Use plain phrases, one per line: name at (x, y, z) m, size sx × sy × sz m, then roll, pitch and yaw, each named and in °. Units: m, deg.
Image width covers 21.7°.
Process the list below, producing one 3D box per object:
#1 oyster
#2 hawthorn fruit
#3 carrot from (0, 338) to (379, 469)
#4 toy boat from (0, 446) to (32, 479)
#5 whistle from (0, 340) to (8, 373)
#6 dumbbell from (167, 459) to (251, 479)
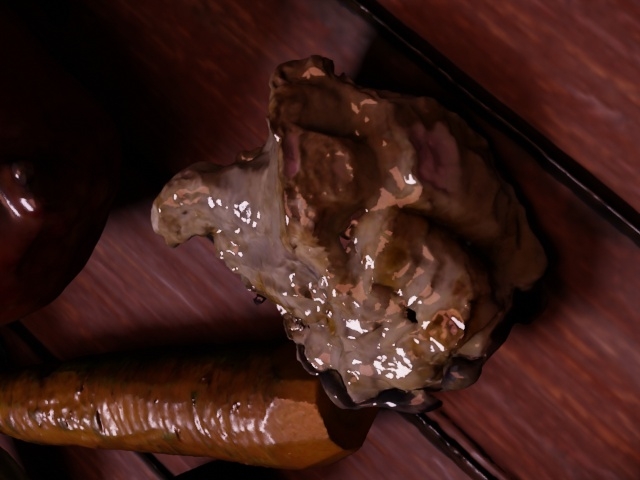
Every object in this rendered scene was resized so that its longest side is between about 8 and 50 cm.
oyster at (0.000, 0.000, 0.750) m, size 0.191 × 0.081 × 0.163 m, roll -7°, pitch 90°, yaw 37°
hawthorn fruit at (-0.202, -0.035, 0.839) m, size 0.248 × 0.208 × 0.208 m, roll 14°, pitch 118°, yaw 47°
carrot at (-0.093, 0.090, 0.899) m, size 0.314 × 0.066 × 0.066 m, roll -7°, pitch 103°, yaw 45°
toy boat at (-0.232, 0.127, 1.001) m, size 0.293 × 0.055 × 0.093 m, roll 51°, pitch 157°, yaw -16°
whistle at (-0.270, 0.081, 1.073) m, size 0.186 × 0.039 × 0.039 m, roll -7°, pitch 103°, yaw 44°
dumbbell at (-0.047, 0.221, 0.890) m, size 0.100 × 0.100 × 0.191 m, roll -25°, pitch 92°, yaw 45°
